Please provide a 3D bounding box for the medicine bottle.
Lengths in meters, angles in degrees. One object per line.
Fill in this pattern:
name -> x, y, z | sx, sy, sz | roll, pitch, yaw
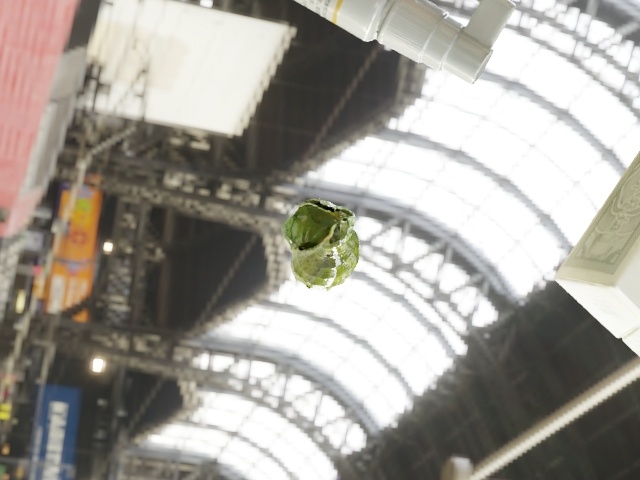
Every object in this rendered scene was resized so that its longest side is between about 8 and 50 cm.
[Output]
medicine bottle -> 0.047, -0.211, 1.108 | 0.092, 0.220, 0.061 | -60, 172, 12

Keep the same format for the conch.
conch -> 0.000, 0.000, 1.371 | 0.074, 0.089, 0.121 | -51, 171, -35

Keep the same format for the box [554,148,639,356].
box -> 0.306, 0.040, 0.953 | 0.164, 0.256, 0.069 | -54, -158, -11
